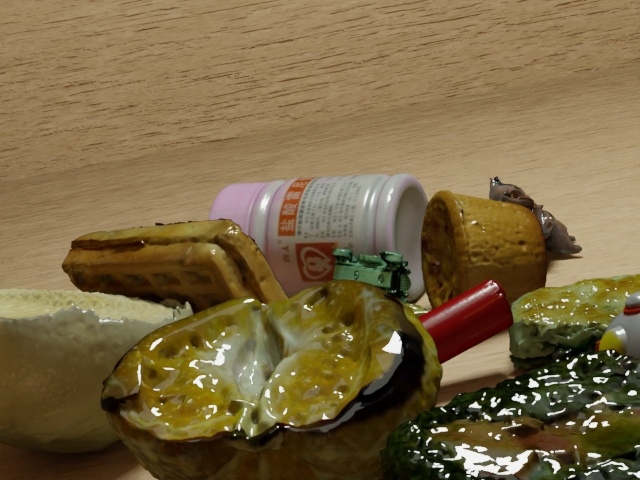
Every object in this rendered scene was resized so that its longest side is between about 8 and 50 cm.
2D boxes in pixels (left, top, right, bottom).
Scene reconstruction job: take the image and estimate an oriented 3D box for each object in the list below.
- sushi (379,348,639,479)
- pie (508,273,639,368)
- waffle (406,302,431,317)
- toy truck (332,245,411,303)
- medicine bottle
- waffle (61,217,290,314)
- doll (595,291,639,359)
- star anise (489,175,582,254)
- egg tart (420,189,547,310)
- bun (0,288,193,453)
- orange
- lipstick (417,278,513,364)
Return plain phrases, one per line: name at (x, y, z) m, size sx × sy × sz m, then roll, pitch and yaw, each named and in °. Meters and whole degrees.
sushi at (0.244, 0.240, 1.306) m, size 0.351 × 0.178 × 0.294 m, roll -15°, pitch 19°, yaw -29°
pie at (0.421, 0.110, 1.846) m, size 0.296 × 0.078 × 0.371 m, roll -24°, pitch 22°, yaw -39°
waffle at (0.058, 0.134, 2.013) m, size 0.207 × 0.054 × 0.214 m, roll -20°, pitch 18°, yaw -38°
toy truck at (0.077, 0.055, 2.065) m, size 0.078 × 0.080 × 0.154 m, roll 9°, pitch -3°, yaw -37°
medicine bottle at (0.000, 0.000, 2.250) m, size 0.315 × 0.202 × 0.202 m, roll -2°, pitch 17°, yaw 24°
waffle at (-0.198, 0.081, 2.015) m, size 0.327 × 0.224 × 0.098 m, roll -4°, pitch 36°, yaw 40°
doll at (0.376, 0.148, 1.522) m, size 0.105 × 0.200 × 0.336 m, roll -10°, pitch 11°, yaw -15°
star anise at (0.343, -0.029, 2.306) m, size 0.063 × 0.171 × 0.208 m, roll -53°, pitch 7°, yaw 9°
egg tart at (0.238, 0.022, 2.066) m, size 0.147 × 0.203 × 0.202 m, roll -3°, pitch 14°, yaw -11°
bun at (-0.340, 0.169, 1.842) m, size 0.364 × 0.202 × 0.364 m, roll 1°, pitch 3°, yaw 0°
orange at (-0.042, 0.185, 1.590) m, size 0.368 × 0.210 × 0.271 m, roll -8°, pitch 39°, yaw 9°
lipstick at (0.116, 0.141, 1.825) m, size 0.279 × 0.073 × 0.073 m, roll -27°, pitch 19°, yaw -11°
